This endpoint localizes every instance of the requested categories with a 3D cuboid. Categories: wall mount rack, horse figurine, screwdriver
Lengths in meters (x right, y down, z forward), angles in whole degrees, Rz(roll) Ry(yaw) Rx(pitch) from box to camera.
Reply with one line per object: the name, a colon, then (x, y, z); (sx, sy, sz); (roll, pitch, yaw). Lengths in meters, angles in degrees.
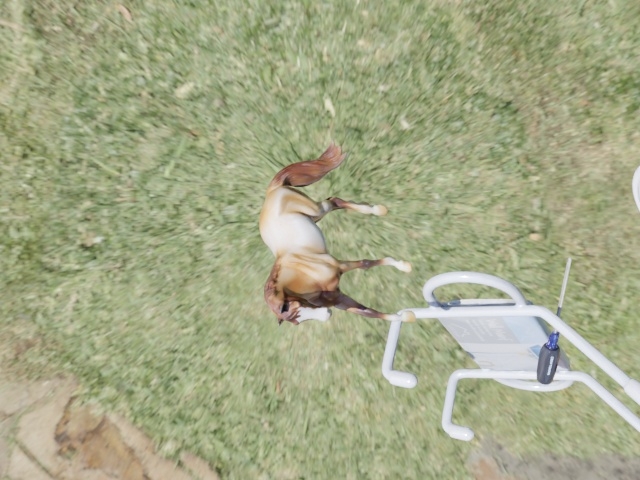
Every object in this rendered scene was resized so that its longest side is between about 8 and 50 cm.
wall mount rack: (0.251, 0.160, 1.189); (0.304, 0.350, 0.131); (-2, 63, 28)
horse figurine: (0.000, 0.000, 1.106); (0.174, 0.263, 0.066); (3, 136, -23)
screwdriver: (0.264, 0.091, 1.149); (0.025, 0.024, 0.170); (23, 127, 21)

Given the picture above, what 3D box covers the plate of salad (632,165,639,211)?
plate of salad: (0.574, -0.048, 1.625); (0.048, 0.200, 0.200); (-38, 91, -18)
